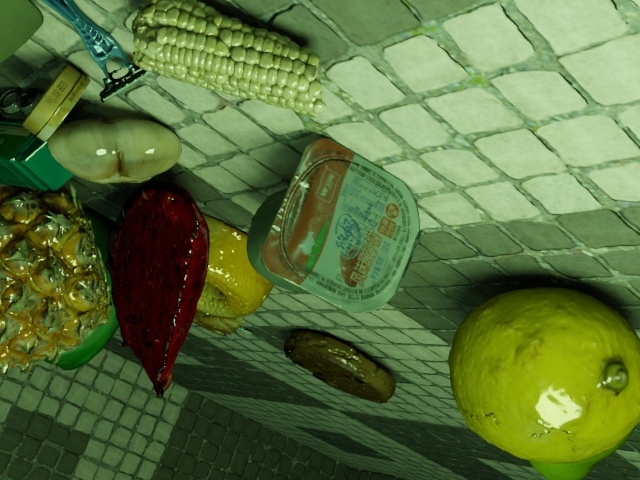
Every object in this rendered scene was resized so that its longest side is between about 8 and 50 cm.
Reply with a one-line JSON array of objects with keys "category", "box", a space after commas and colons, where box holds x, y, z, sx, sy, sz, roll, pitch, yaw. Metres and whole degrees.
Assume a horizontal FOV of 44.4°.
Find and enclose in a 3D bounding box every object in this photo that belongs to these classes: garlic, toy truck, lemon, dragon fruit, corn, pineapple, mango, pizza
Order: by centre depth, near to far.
[{"category": "corn", "box": [-0.088, -0.191, 0.799, 0.211, 0.087, 0.087, 15, 159, -2]}, {"category": "garlic", "box": [-0.280, -0.130, 1.084, 0.175, 0.099, 0.124, -5, -178, -1]}, {"category": "lemon", "box": [0.314, 0.186, 1.102, 0.284, 0.260, 0.260, -11, 143, 43]}, {"category": "toy truck", "box": [-0.461, -0.153, 1.180, 0.254, 0.124, 0.114, 7, 153, 27]}, {"category": "pineapple", "box": [-0.509, 0.057, 1.274, 0.300, 0.352, 0.352, -16, 165, -14]}, {"category": "dragon fruit", "box": [-0.260, 0.041, 1.282, 0.100, 0.343, 0.282, -7, -146, -40]}, {"category": "mango", "box": [0.447, 0.323, 1.369, 0.175, 0.143, 0.293, 8, 132, -1]}, {"category": "pizza", "box": [-0.235, 0.165, 1.820, 0.194, 0.069, 0.154, -10, 144, 43]}]

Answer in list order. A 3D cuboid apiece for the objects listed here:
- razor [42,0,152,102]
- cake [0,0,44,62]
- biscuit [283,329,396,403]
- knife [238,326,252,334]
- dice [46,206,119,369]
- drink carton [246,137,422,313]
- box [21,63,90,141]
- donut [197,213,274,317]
[{"category": "razor", "box": [-0.286, -0.258, 0.863, 0.082, 0.042, 0.253, -30, 141, 8]}, {"category": "cake", "box": [-0.430, -0.309, 0.840, 0.158, 0.172, 0.283, 6, 121, 43]}, {"category": "biscuit", "box": [0.048, 0.295, 1.858, 0.296, 0.075, 0.296, 23, 161, 8]}, {"category": "knife", "box": [-0.220, 0.220, 2.017, 0.096, 0.010, 0.027, 28, 159, -12]}, {"category": "dice", "box": [-0.582, 0.081, 1.619, 0.287, 0.297, 0.300, 1, 152, 46]}, {"category": "drink carton", "box": [0.000, 0.000, 1.039, 0.191, 0.185, 0.190, 26, 161, -19]}, {"category": "box", "box": [-0.345, -0.179, 1.020, 0.037, 0.105, 0.106, 37, 155, -22]}, {"category": "donut", "box": [-0.222, 0.052, 1.472, 0.303, 0.110, 0.303, 18, 158, 8]}]
